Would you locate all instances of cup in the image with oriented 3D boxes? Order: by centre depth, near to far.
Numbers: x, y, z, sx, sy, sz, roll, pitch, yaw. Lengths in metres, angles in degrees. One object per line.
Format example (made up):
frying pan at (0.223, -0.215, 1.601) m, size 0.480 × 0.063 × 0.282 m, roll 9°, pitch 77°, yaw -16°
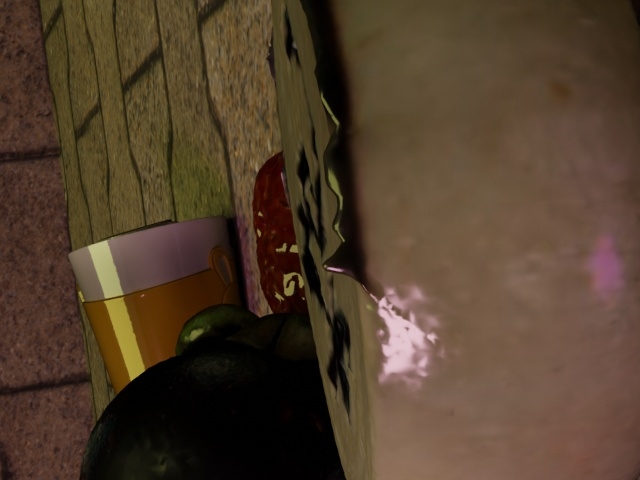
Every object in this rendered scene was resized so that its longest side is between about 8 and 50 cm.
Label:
cup at (-0.167, 0.089, 1.378) m, size 0.241 × 0.185 × 0.226 m, roll -1°, pitch -104°, yaw -76°

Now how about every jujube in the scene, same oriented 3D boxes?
jujube at (0.000, 0.000, 0.958) m, size 0.112 × 0.109 × 0.176 m, roll -36°, pitch 46°, yaw 26°

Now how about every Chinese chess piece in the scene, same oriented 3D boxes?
Chinese chess piece at (0.058, -0.016, 0.623) m, size 0.349 × 0.146 × 0.349 m, roll 173°, pitch 90°, yaw -85°

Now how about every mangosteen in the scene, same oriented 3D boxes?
mangosteen at (-0.058, 0.156, 0.822) m, size 0.243 × 0.243 × 0.242 m, roll 173°, pitch 90°, yaw -70°
